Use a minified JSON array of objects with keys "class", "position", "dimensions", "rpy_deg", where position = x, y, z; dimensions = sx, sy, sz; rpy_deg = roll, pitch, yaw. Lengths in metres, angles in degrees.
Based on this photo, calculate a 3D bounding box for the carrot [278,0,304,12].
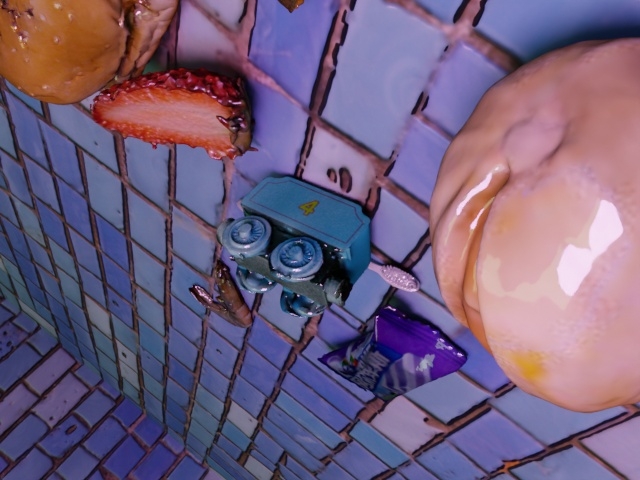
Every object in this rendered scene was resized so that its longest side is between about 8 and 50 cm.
[{"class":"carrot","position":[-0.094,-0.323,0.522],"dimensions":[0.260,0.070,0.070],"rpy_deg":[47,146,-9]}]

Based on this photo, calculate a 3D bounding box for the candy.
[{"class":"candy","position":[0.099,0.183,0.888],"dimensions":[0.145,0.070,0.275],"rpy_deg":[34,144,-3]}]

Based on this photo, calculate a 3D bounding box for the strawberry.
[{"class":"strawberry","position":[-0.173,-0.173,0.706],"dimensions":[0.208,0.086,0.167],"rpy_deg":[15,163,-1]}]

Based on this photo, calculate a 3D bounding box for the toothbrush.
[{"class":"toothbrush","position":[0.000,0.000,0.813],"dimensions":[0.307,0.025,0.029],"rpy_deg":[25,170,24]}]

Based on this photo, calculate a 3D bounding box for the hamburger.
[{"class":"hamburger","position":[-0.311,-0.317,0.661],"dimensions":[0.284,0.174,0.304],"rpy_deg":[55,139,2]}]

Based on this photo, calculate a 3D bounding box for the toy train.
[{"class":"toy train","position":[-0.029,0.005,0.740],"dimensions":[0.198,0.154,0.107],"rpy_deg":[24,146,26]}]

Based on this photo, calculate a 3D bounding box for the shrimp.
[{"class":"shrimp","position":[-0.206,0.097,1.128],"dimensions":[0.148,0.035,0.195],"rpy_deg":[20,142,33]}]

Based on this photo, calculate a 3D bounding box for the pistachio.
[{"class":"pistachio","position":[0.201,-0.003,0.459],"dimensions":[0.230,0.230,0.308],"rpy_deg":[14,140,35]}]
